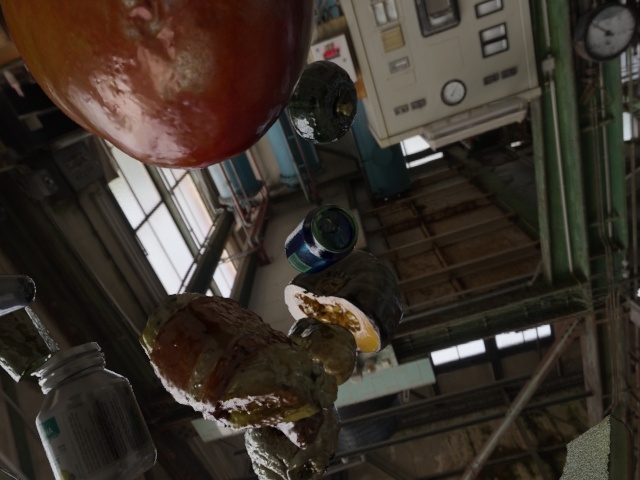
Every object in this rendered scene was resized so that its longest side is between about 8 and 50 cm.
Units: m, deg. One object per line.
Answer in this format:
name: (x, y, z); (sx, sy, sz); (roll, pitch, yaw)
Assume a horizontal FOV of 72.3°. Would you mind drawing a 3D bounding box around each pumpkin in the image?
pumpkin: (0.008, -0.284, 0.906); (0.125, 0.167, 0.167); (-7, -153, 39)
pumpkin: (0.090, 0.156, 1.164); (0.325, 0.242, 0.232); (16, -139, 40)

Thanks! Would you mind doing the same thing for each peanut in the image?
peanut: (-0.001, 0.206, 0.848); (0.120, 0.110, 0.236); (-51, -166, -9)

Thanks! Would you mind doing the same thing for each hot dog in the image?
hot dog: (-0.085, 0.127, 0.434); (0.213, 0.146, 0.103); (28, -89, 34)

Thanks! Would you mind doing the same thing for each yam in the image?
yam: (-0.404, 0.094, 0.549); (0.068, 0.169, 0.068); (-44, -179, 1)

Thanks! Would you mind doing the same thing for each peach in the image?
peach: (-0.121, -0.182, 0.345); (0.244, 0.243, 0.199); (-13, -156, 16)

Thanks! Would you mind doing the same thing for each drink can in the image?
drink can: (0.000, 0.000, 0.918); (0.118, 0.118, 0.205); (-31, 178, -22)

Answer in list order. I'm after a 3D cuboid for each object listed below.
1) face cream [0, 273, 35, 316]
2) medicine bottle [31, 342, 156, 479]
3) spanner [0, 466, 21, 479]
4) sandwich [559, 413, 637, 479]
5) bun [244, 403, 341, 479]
face cream: (-0.355, 0.061, 0.284); (0.312, 0.092, 0.092); (-10, -157, -8)
medicine bottle: (-0.355, 0.275, 0.678); (0.135, 0.215, 0.135); (-27, 170, -5)
spanner: (-0.526, 0.510, 0.803); (0.325, 0.095, 0.040); (25, -168, 13)
sandwich: (0.583, 0.529, 0.942); (0.063, 0.212, 0.245); (29, -134, 16)
bun: (-0.060, 0.548, 1.189); (0.282, 0.281, 0.205); (-25, -133, -10)
